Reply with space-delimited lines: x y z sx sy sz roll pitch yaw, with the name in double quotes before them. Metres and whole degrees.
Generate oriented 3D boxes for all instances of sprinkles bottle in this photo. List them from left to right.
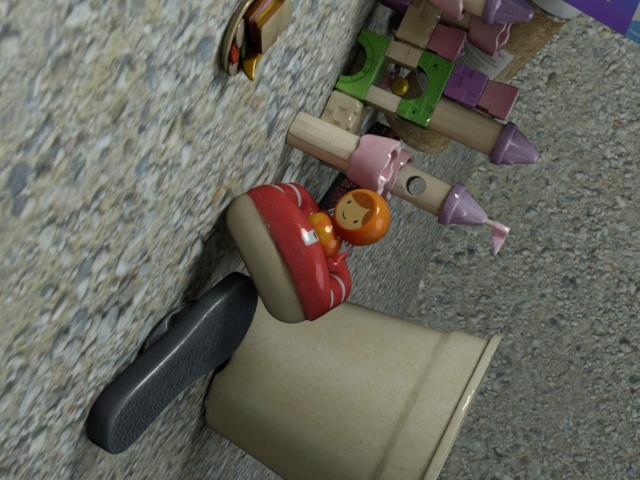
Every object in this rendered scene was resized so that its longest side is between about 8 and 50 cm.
"sprinkles bottle" 0.227 -0.267 1.590 0.355 0.121 0.121 -46 -175 43

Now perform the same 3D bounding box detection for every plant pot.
"plant pot" 0.030 0.211 1.517 0.334 0.305 0.334 -60 168 -22

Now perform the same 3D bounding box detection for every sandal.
"sandal" -0.146 0.104 1.144 0.254 0.054 0.097 -41 148 -43

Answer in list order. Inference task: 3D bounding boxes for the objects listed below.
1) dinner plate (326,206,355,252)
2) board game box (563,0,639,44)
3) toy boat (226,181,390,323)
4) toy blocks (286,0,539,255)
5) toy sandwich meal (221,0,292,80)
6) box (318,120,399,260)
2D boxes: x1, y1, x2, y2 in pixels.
"dinner plate" 0.000 0.000 1.534 0.141 0.017 0.141 -26 148 -18
"board game box" 0.295 -0.336 1.275 0.233 0.347 0.078 -19 137 -43
"toy boat" 0.002 -0.005 1.213 0.151 0.151 0.231 -27 178 13
"toy blocks" 0.153 -0.164 1.387 0.289 0.260 0.309 -65 169 0
"toy sandwich meal" -0.054 -0.174 0.980 0.086 0.029 0.085 -61 169 -21
"box" 0.041 -0.044 1.697 0.233 0.044 0.159 -56 166 -38
